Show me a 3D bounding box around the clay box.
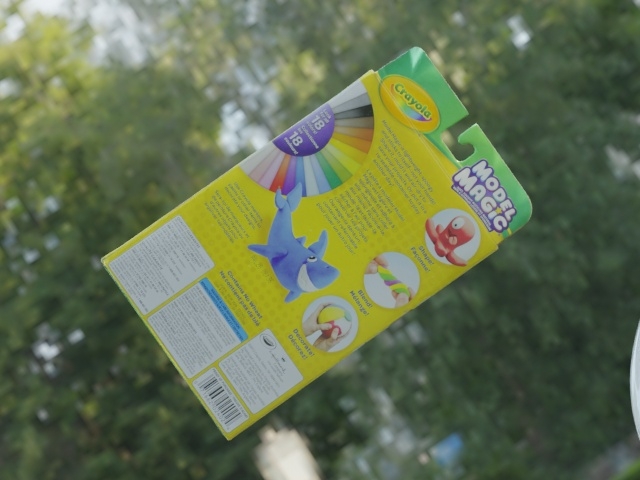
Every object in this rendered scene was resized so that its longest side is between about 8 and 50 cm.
[{"bbox_3d":[0.000,0.000,1.138,0.222,0.127,0.053,-35,0,-6],"label":"clay box"}]

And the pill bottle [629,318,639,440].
[{"bbox_3d":[0.255,0.057,0.982,0.188,0.188,0.334,-37,-1,17],"label":"pill bottle"}]
